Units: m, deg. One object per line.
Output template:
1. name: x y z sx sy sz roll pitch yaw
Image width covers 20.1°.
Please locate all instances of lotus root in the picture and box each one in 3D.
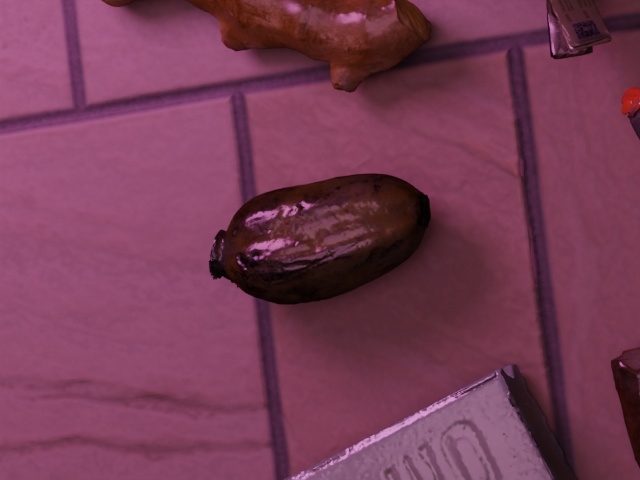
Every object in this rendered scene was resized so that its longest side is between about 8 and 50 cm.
1. lotus root: 0.000 0.000 1.384 0.179 0.080 0.089 -13 79 12

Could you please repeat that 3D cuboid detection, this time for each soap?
1. soap: 0.082 0.186 1.363 0.198 0.063 0.114 -30 82 16

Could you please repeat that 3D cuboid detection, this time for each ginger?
1. ginger: -0.053 -0.202 1.412 0.299 0.065 0.118 23 110 19

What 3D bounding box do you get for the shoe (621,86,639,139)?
1. shoe: 0.300 -0.127 1.294 0.194 0.074 0.077 -41 72 16

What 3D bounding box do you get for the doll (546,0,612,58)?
1. doll: 0.167 -0.244 1.322 0.115 0.105 0.221 -5 97 -23

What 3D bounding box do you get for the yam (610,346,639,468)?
1. yam: 0.269 0.189 1.307 0.056 0.057 0.241 -21 82 17
